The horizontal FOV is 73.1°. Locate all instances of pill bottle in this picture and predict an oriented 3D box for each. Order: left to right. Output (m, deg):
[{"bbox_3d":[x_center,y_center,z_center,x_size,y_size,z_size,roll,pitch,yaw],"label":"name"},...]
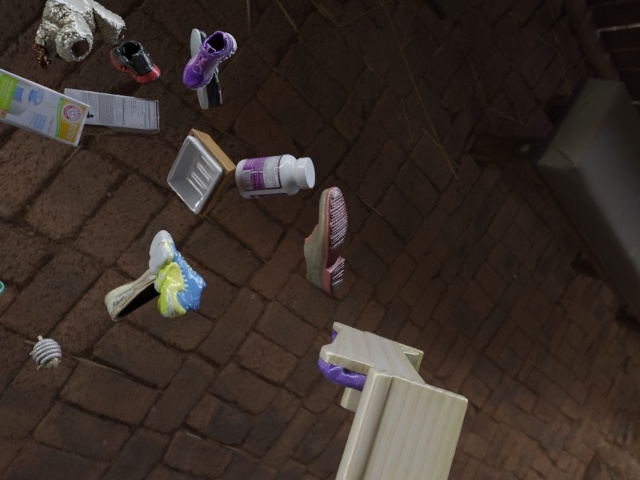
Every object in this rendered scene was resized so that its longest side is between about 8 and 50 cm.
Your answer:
[{"bbox_3d":[-0.184,-0.266,1.792,0.169,0.302,0.169,-3,90,-73],"label":"pill bottle"}]

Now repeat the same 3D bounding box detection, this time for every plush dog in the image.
[{"bbox_3d":[-0.753,-0.619,1.273,0.210,0.225,0.262,49,36,-22],"label":"plush dog"}]

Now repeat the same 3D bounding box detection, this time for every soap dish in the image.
[{"bbox_3d":[-0.478,-0.269,1.742,0.229,0.291,0.118,48,39,7],"label":"soap dish"}]

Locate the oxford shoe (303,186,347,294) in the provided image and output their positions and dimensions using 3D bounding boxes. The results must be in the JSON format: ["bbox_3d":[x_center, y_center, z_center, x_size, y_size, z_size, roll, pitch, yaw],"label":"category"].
[{"bbox_3d":[0.000,0.000,1.320,0.123,0.130,0.348,-31,130,-52],"label":"oxford shoe"}]

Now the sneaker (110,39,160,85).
[{"bbox_3d":[-0.692,-0.669,1.568,0.097,0.276,0.135,-43,147,-18],"label":"sneaker"}]

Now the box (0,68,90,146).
[{"bbox_3d":[-0.689,-0.320,1.050,0.203,0.103,0.114,19,94,-39],"label":"box"}]

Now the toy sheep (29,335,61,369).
[{"bbox_3d":[-0.927,0.378,1.459,0.091,0.091,0.132,-35,76,-19],"label":"toy sheep"}]

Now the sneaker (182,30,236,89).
[{"bbox_3d":[-0.387,-0.622,1.471,0.095,0.104,0.236,42,92,-9],"label":"sneaker"}]

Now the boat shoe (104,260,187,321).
[{"bbox_3d":[-0.558,0.163,1.416,0.285,0.089,0.104,-31,149,-6],"label":"boat shoe"}]

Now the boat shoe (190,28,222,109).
[{"bbox_3d":[-0.449,-0.679,1.720,0.091,0.114,0.302,-18,134,-26],"label":"boat shoe"}]

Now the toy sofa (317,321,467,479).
[{"bbox_3d":[0.074,0.235,0.646,0.177,0.362,0.150,17,86,5],"label":"toy sofa"}]

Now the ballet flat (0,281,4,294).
[{"bbox_3d":[-0.938,0.082,1.115,0.087,0.083,0.247,-33,139,4],"label":"ballet flat"}]

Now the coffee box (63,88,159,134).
[{"bbox_3d":[-0.751,-0.446,1.552,0.297,0.168,0.118,-3,92,-34],"label":"coffee box"}]

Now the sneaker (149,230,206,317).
[{"bbox_3d":[-0.386,0.092,1.175,0.126,0.091,0.240,6,67,-47],"label":"sneaker"}]
